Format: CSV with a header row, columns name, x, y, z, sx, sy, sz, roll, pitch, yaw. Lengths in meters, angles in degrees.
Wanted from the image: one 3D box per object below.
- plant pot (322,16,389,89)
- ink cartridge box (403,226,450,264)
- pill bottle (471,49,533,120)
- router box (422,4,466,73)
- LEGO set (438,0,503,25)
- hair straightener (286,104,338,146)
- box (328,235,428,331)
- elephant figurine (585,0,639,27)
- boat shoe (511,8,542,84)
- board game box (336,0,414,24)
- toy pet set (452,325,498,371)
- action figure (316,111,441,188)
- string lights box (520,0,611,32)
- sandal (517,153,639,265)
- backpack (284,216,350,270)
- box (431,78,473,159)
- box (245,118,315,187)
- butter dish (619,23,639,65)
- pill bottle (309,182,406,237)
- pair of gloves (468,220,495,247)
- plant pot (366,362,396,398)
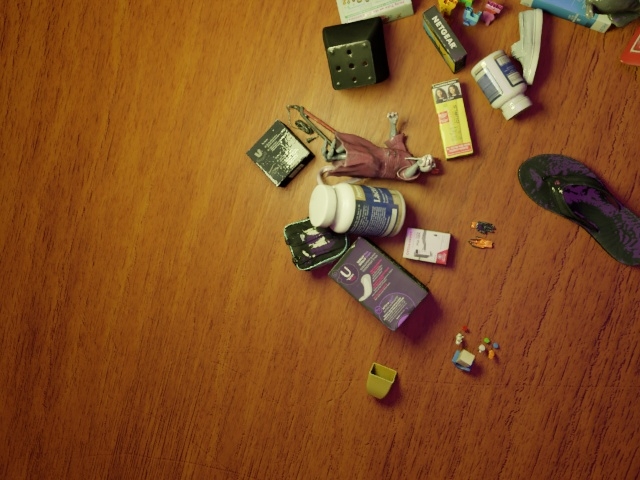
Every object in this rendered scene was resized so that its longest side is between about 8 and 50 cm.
name,x,y,z,sx,sy,sz,roll,pitch,yaw
plant pot,0.104,-0.551,1.603,0.188,0.167,0.187,-6,122,12
ink cartridge box,0.334,0.016,1.660,0.135,0.056,0.099,9,95,12
pill bottle,0.543,-0.457,1.567,0.112,0.112,0.186,-31,85,12
router box,0.374,-0.603,1.591,0.046,0.133,0.179,-33,84,12
LEGO set,0.421,-0.696,1.609,0.227,0.093,0.087,33,68,15
hair straightener,-0.031,-0.367,1.737,0.230,0.047,0.089,38,99,9
box,0.185,0.131,1.654,0.270,0.143,0.165,41,98,9
elephant figurine,0.842,-0.657,1.402,0.239,0.169,0.186,21,126,-6
boat shoe,0.610,-0.573,1.571,0.081,0.079,0.227,5,87,20
board game box,0.150,-0.837,1.655,0.224,0.097,0.303,-12,88,14
toy pet set,0.470,0.350,1.651,0.122,0.065,0.114,30,63,8
action figure,0.194,-0.226,1.620,0.370,0.248,0.275,8,133,-12
string lights box,0.736,-0.719,1.530,0.260,0.077,0.133,26,97,11
sandal,0.781,-0.104,1.525,0.446,0.107,0.167,39,100,9
backpack,0.000,0.000,1.693,0.188,0.144,0.165,-24,79,15
box,0.406,-0.371,1.629,0.087,0.058,0.232,-10,90,13
box,-0.130,-0.284,1.740,0.156,0.093,0.158,-44,83,11
butter dish,0.959,-0.539,1.470,0.160,0.118,0.160,39,105,50
pill bottle,0.109,-0.092,1.583,0.265,0.153,0.153,4,94,-26
pair of gloves,0.501,-0.018,1.644,0.074,0.010,0.083,8,91,14
plant pot,0.190,0.459,1.701,0.081,0.081,0.083,20,108,12
